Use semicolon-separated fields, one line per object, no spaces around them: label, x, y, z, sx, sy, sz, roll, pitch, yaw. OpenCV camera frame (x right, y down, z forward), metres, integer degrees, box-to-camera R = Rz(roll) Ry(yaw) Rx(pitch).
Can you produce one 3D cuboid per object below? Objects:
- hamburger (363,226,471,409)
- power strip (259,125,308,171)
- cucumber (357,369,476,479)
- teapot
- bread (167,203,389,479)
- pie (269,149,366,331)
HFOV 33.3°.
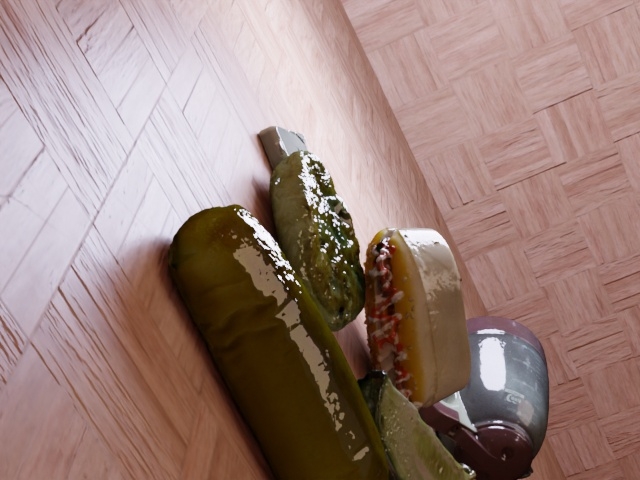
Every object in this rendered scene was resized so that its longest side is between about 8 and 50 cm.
hamburger;0.138;0.123;1.704;0.227;0.151;0.295;-143;-139;-78
power strip;-0.048;-0.138;1.716;0.081;0.035;0.192;67;13;4
cucumber;0.107;0.297;1.471;0.325;0.105;0.145;55;44;-44
teapot;0.291;0.300;2.026;0.315;0.233;0.312;33;28;-13
bread;-0.032;0.133;1.141;0.383;0.112;0.166;64;13;-12
pie;0.000;0.000;1.561;0.277;0.079;0.277;-19;90;-78
